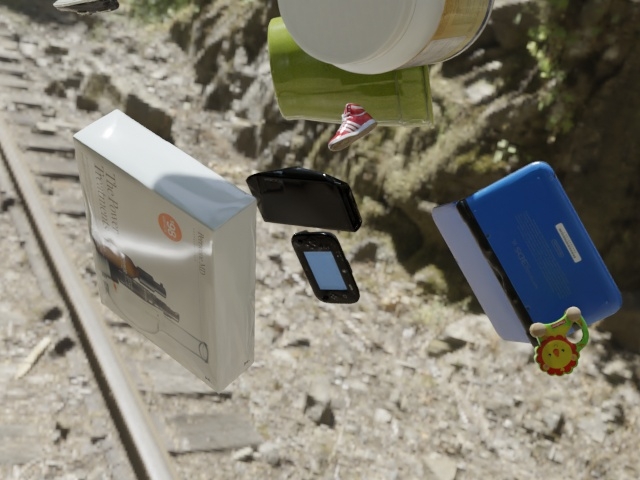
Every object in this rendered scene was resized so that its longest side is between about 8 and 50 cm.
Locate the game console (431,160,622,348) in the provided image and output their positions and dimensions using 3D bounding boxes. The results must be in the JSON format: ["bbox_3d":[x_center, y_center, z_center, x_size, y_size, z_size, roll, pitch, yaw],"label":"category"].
[{"bbox_3d":[0.359,0.027,1.648,0.250,0.293,0.173,-28,4,19],"label":"game console"}]

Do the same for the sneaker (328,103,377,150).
[{"bbox_3d":[0.048,-0.224,1.808,0.118,0.042,0.067,-32,77,-27],"label":"sneaker"}]

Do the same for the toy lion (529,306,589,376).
[{"bbox_3d":[0.391,0.169,1.499,0.100,0.096,0.034,-25,-8,2],"label":"toy lion"}]

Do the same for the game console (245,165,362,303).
[{"bbox_3d":[0.000,0.000,1.823,0.213,0.361,0.044,7,47,32],"label":"game console"}]

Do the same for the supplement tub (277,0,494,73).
[{"bbox_3d":[0.100,-0.360,1.324,0.228,0.229,0.316,21,23,24],"label":"supplement tub"}]

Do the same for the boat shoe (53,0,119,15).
[{"bbox_3d":[-0.367,-0.372,1.449,0.125,0.038,0.046,-2,44,32],"label":"boat shoe"}]

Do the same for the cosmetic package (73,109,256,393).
[{"bbox_3d":[-0.230,0.025,1.411,0.284,0.377,0.097,31,51,23],"label":"cosmetic package"}]

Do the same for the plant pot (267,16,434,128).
[{"bbox_3d":[0.069,-0.418,2.141,0.352,0.367,0.366,-7,18,8],"label":"plant pot"}]
